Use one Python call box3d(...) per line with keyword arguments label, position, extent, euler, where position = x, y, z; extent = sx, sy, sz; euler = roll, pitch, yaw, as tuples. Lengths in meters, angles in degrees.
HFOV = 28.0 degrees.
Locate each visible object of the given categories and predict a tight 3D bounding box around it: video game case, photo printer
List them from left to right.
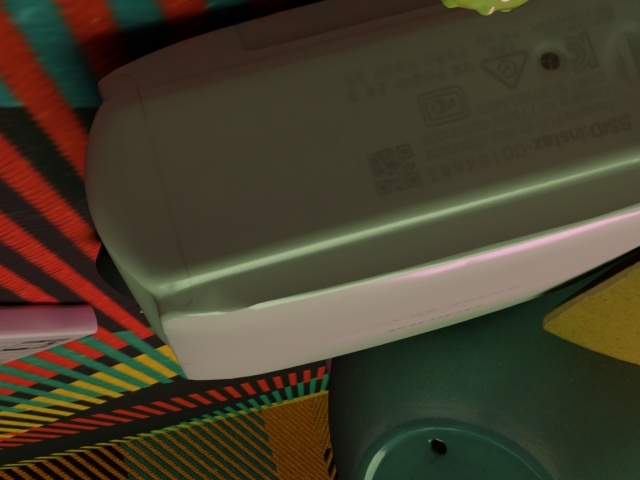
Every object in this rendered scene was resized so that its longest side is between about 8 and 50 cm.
box3d(label="video game case", position=(-0.298, 0.083, 0.885), extent=(0.206, 0.026, 0.227), euler=(-19, 171, 20))
box3d(label="photo printer", position=(0.037, -0.017, 0.572), extent=(0.256, 0.107, 0.307), euler=(-15, 171, -7))

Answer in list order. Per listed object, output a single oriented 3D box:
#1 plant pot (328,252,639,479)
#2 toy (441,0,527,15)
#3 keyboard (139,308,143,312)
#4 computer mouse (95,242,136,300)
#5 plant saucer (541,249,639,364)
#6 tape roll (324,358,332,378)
box3d(label="plant pot", position=(0.119, 0.115, 0.777), extent=(0.290, 0.290, 0.195), euler=(-22, -169, 35))
box3d(label="toy", position=(0.064, -0.094, 0.318), extent=(0.237, 0.056, 0.137), euler=(-11, 168, -29))
box3d(label="keyboard", position=(-0.077, 0.058, 1.146), extent=(0.072, 0.014, 0.256), euler=(-18, 170, 15))
box3d(label="computer mouse", position=(-0.049, 0.029, 0.808), extent=(0.071, 0.041, 0.242), euler=(-12, 165, 33))
box3d(label="plant saucer", position=(0.296, -0.050, 0.558), extent=(0.332, 0.081, 0.333), euler=(-31, 174, -20))
box3d(label="tape roll", position=(0.130, 0.065, 1.301), extent=(0.274, 0.090, 0.275), euler=(-15, 172, -2))
